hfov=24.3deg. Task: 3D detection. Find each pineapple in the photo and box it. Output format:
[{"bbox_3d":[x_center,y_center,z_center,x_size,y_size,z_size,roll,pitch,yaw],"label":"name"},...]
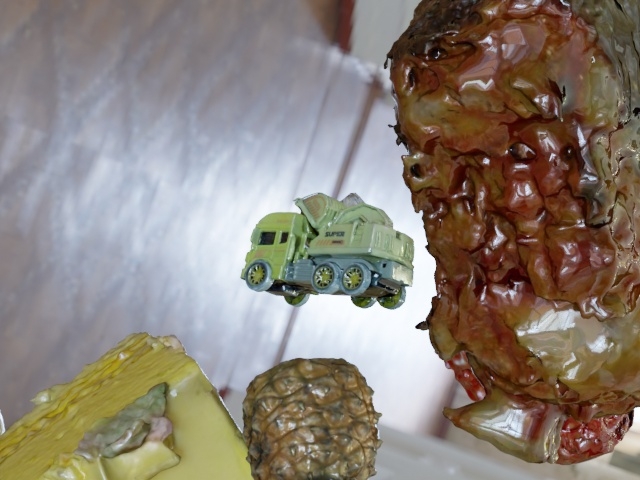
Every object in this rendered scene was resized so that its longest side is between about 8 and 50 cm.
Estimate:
[{"bbox_3d":[0.001,0.227,1.257,0.128,0.128,0.248,83,-1,-61],"label":"pineapple"}]

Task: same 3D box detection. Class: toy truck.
[{"bbox_3d":[0.012,0.008,1.577,0.085,0.191,0.116,25,71,-49],"label":"toy truck"}]

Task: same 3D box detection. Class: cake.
[{"bbox_3d":[-0.159,0.240,1.372,0.222,0.227,0.286,-38,-164,-16],"label":"cake"}]

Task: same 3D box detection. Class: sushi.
[{"bbox_3d":[0.142,-0.015,0.991,0.182,0.196,0.343,-46,126,-47],"label":"sushi"}]

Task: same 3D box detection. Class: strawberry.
[{"bbox_3d":[0.229,0.132,1.464,0.234,0.234,0.178,40,32,-76],"label":"strawberry"}]

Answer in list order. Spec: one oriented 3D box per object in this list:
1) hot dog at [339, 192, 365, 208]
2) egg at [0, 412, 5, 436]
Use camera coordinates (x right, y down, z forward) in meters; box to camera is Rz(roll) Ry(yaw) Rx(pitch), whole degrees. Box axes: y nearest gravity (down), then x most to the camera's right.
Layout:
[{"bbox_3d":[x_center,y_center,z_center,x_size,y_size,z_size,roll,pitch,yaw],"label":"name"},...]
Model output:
[{"bbox_3d":[0.000,0.000,2.116,0.192,0.053,0.099,-35,135,-28],"label":"hot dog"},{"bbox_3d":[-0.462,0.250,1.717,0.201,0.337,0.337,9,102,-36],"label":"egg"}]
